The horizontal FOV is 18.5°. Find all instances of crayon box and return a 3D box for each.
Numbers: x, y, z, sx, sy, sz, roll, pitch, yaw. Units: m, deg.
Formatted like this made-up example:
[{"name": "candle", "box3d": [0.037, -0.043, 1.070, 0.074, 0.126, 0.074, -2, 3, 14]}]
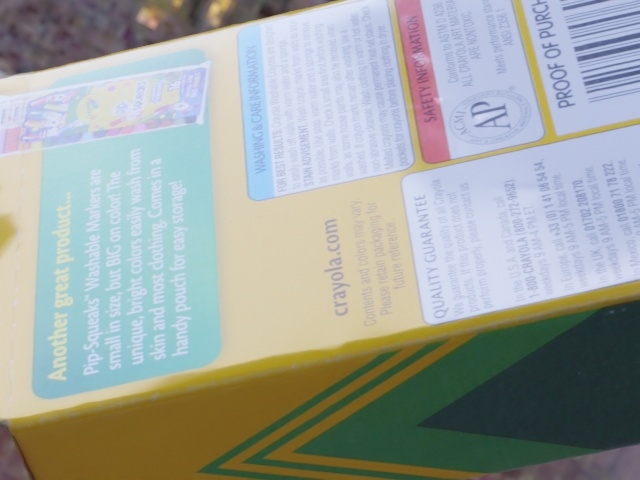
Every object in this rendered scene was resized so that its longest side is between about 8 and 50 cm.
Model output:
[{"name": "crayon box", "box3d": [0.000, 0.000, 0.745, 0.203, 0.323, 0.083, -96, 173, -48]}]
